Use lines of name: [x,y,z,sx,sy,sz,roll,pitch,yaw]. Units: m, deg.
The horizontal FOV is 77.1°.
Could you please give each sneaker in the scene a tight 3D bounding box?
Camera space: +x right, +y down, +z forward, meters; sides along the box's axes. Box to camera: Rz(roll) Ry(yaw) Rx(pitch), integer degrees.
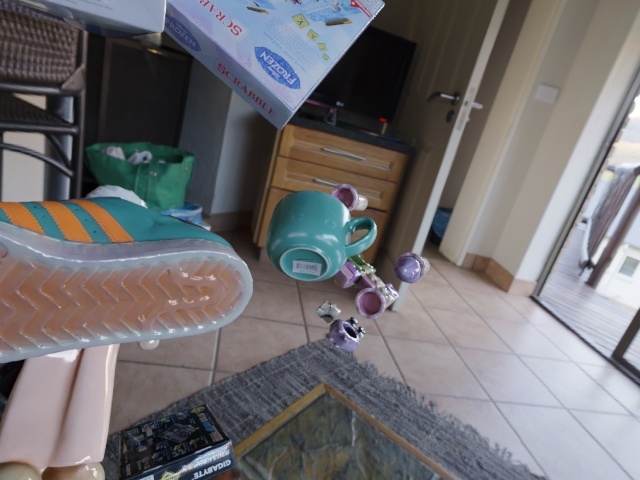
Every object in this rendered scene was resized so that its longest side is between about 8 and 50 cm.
sneaker: [-0.213,0.018,0.322,0.302,0.108,0.121,8,17,-35]

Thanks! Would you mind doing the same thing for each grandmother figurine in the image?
grandmother figurine: [-0.273,0.094,0.480,0.104,0.343,0.208,-5,-22,18]

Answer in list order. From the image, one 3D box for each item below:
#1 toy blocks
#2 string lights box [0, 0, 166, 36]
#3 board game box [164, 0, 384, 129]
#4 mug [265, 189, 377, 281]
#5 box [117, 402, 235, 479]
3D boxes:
toy blocks: [0.038,0.070,0.896,0.288,0.309,0.260,48,18,18]
string lights box: [-0.237,-0.241,0.364,0.133,0.077,0.259,0,22,-35]
board game box: [-0.094,-0.392,0.639,0.318,0.318,0.066,39,-27,-11]
mug: [-0.009,-0.003,0.613,0.129,0.157,0.097,40,38,-28]
box: [-0.270,0.377,0.730,0.175,0.051,0.220,-9,0,-28]
